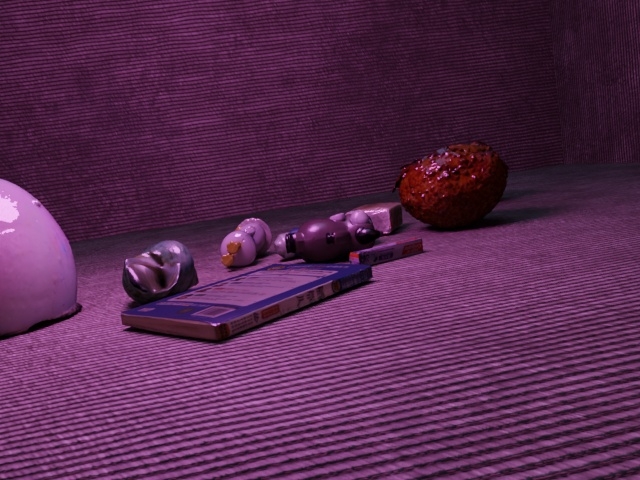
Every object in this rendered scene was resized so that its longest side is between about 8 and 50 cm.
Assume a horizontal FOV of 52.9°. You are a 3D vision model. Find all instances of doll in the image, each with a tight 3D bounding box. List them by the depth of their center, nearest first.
[{"bbox_3d":[0.038,-0.008,1.677,0.257,0.117,0.182,-12,3,-9],"label":"doll"},{"bbox_3d":[-0.218,0.007,1.856,0.119,0.138,0.293,33,16,4],"label":"doll"}]

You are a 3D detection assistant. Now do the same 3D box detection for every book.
[{"bbox_3d":[-0.137,0.108,1.288,0.300,0.039,0.428,-1,10,43],"label":"book"}]

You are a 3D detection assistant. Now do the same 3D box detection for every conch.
[{"bbox_3d":[-0.371,0.077,1.488,0.188,0.122,0.176,-16,31,-33],"label":"conch"}]

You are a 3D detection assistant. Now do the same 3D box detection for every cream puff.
[{"bbox_3d":[0.402,-0.151,1.917,0.350,0.228,0.350,-18,-14,-5],"label":"cream puff"}]

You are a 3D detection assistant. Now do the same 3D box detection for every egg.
[{"bbox_3d":[-0.739,0.028,1.432,0.354,0.340,0.354,-9,6,1],"label":"egg"}]

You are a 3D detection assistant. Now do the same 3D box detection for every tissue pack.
[{"bbox_3d":[0.175,-0.069,2.074,0.148,0.092,0.196,-5,9,18],"label":"tissue pack"}]

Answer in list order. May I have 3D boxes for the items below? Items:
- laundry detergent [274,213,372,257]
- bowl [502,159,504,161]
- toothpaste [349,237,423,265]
[{"bbox_3d":[0.001,-0.012,1.829,0.290,0.094,0.143,-11,12,-20],"label":"laundry detergent"},{"bbox_3d":[0.548,-0.213,2.493,0.337,0.157,0.337,-8,6,1],"label":"bowl"},{"bbox_3d":[0.160,0.029,1.563,0.196,0.040,0.047,-12,11,-30],"label":"toothpaste"}]
